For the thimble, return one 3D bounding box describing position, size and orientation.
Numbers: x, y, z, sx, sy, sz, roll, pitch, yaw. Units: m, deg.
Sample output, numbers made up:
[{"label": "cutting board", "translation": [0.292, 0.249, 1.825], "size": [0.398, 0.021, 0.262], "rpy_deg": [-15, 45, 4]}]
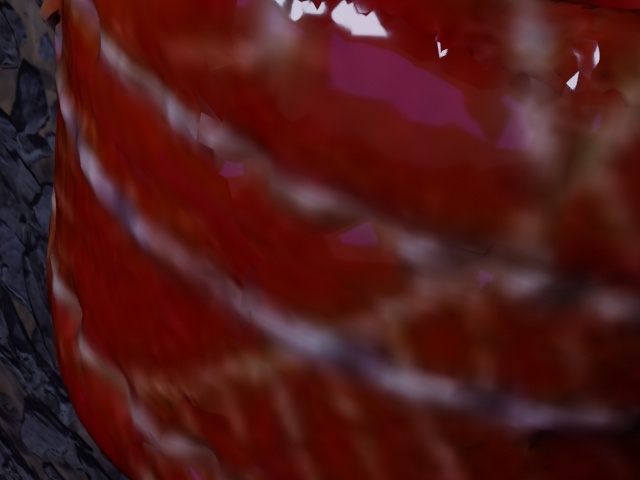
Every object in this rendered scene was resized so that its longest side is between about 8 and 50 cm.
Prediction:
[{"label": "thimble", "translation": [0.075, -0.054, 0.521], "size": [0.350, 0.350, 0.230], "rpy_deg": [37, 136, 31]}]
